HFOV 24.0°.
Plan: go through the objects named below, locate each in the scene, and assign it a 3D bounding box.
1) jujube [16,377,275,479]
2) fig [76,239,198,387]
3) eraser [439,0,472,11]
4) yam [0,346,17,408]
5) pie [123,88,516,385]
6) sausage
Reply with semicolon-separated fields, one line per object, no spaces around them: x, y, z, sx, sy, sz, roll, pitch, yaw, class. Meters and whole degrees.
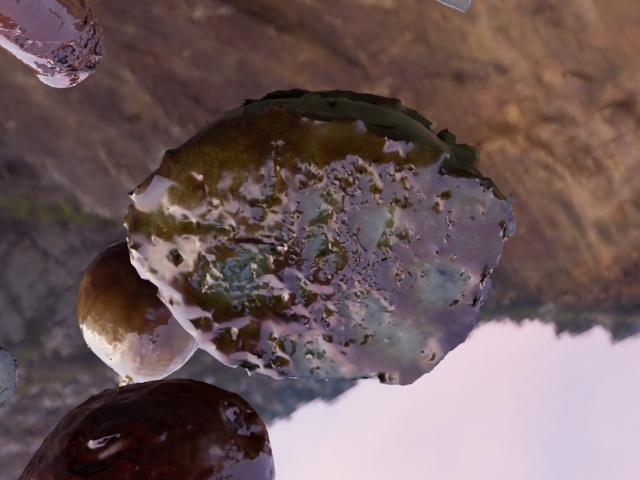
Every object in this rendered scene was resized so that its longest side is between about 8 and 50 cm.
-0.170;0.231;1.328;0.290;0.197;0.197;-33;-163;29;jujube
-0.215;0.121;1.758;0.159;0.159;0.257;-61;174;-53;fig
0.133;-0.245;1.368;0.038;0.019;0.083;24;-123;11;eraser
-0.326;0.097;1.229;0.061;0.061;0.274;-41;-156;-26;yam
0.000;0.000;1.360;0.355;0.288;0.103;2;-145;11;pie
-0.212;-0.170;1.003;0.078;0.078;0.304;-28;162;4;sausage
